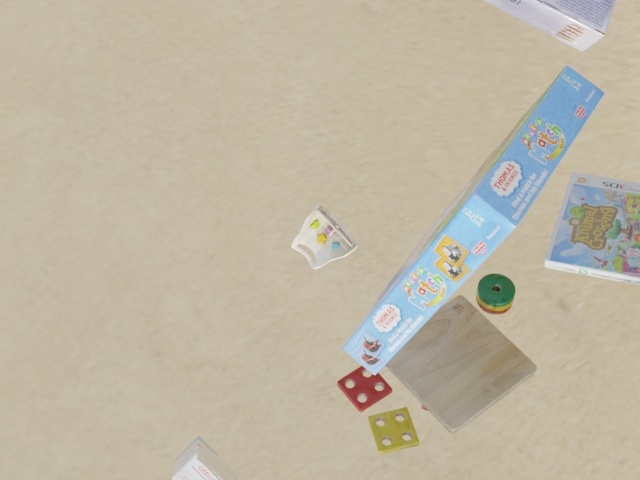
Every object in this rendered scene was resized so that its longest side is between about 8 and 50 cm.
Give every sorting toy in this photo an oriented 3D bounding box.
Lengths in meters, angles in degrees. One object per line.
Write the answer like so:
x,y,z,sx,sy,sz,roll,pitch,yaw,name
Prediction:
0.000,0.000,1.667,0.075,0.045,0.083,-43,96,7,sorting toy
0.150,0.154,1.327,0.132,0.275,0.046,45,153,28,sorting toy

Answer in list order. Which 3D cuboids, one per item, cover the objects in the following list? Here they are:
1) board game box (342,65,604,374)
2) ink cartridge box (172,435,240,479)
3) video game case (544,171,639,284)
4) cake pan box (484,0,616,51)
0.106,-0.010,0.819,0.039,0.160,0.211,37,140,3,board game box
-0.186,0.393,1.875,0.061,0.181,0.104,-44,94,-3,ink cartridge box
0.469,-0.019,1.793,0.193,0.212,0.023,11,137,18,video game case
0.274,-0.407,1.463,0.267,0.070,0.245,23,70,-11,cake pan box
